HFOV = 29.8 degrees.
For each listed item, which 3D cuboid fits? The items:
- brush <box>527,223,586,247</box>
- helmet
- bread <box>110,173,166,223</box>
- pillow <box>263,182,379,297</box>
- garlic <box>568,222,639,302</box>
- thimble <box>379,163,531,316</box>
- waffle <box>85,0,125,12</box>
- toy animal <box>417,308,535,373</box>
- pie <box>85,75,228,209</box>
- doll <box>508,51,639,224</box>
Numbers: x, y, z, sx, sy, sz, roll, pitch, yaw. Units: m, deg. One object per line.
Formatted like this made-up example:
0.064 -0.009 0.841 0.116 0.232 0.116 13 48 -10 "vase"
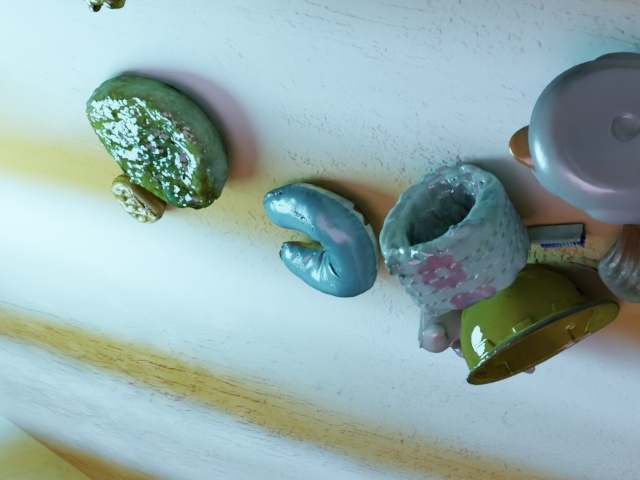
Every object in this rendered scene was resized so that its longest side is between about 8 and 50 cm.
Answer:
0.318 -0.004 1.810 0.178 0.033 0.030 -3 149 39 "brush"
0.313 0.109 1.859 0.140 0.257 0.205 62 -172 23 "helmet"
-0.332 -0.076 2.184 0.110 0.044 0.083 44 147 -18 "bread"
0.000 0.000 2.005 0.214 0.086 0.233 13 142 31 "pillow"
0.448 0.029 1.728 0.128 0.090 0.198 42 154 8 "garlic"
0.190 0.003 1.756 0.185 0.211 0.149 31 162 53 "thimble"
-0.360 -0.442 1.708 0.253 0.056 0.249 30 146 -4 "waffle"
0.266 0.142 1.988 0.212 0.124 0.124 8 146 -6 "toy animal"
-0.276 -0.162 1.998 0.277 0.078 0.277 19 143 15 "pie"
0.362 -0.119 1.509 0.251 0.221 0.221 0 140 10 "doll"
